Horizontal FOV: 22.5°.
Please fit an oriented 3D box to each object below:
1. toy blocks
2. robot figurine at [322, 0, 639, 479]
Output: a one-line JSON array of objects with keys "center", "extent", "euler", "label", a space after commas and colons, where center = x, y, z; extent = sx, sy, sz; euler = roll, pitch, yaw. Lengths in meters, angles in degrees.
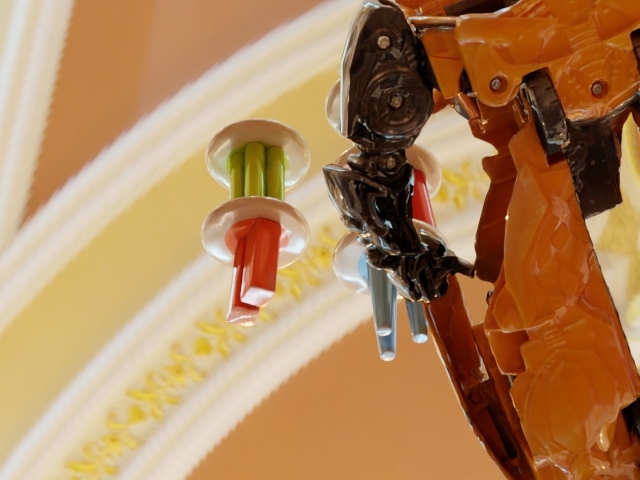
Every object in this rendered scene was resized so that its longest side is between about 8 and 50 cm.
[{"center": [0.000, 0.000, 0.737], "extent": [0.123, 0.054, 0.148], "euler": [-22, -136, 21], "label": "toy blocks"}, {"center": [0.119, -0.006, 0.653], "extent": [0.211, 0.085, 0.291], "euler": [-22, -68, -2], "label": "robot figurine"}]
